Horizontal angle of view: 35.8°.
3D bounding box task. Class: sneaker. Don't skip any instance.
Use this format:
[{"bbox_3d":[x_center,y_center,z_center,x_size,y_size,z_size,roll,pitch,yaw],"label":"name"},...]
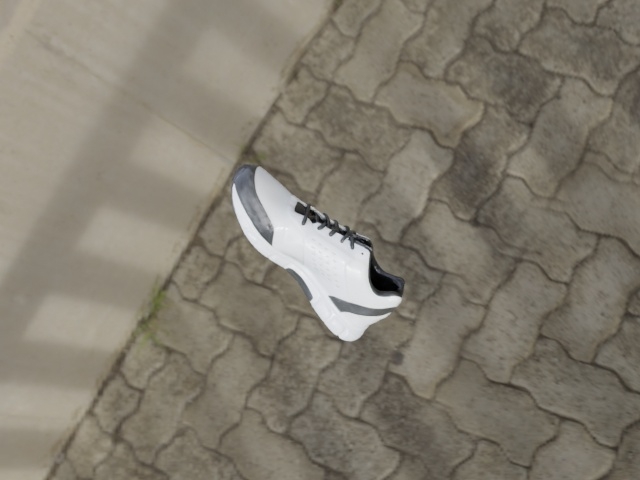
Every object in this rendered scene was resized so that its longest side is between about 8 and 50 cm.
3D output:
[{"bbox_3d":[0.000,0.000,0.485,0.043,0.109,0.040,-30,25,29],"label":"sneaker"}]
